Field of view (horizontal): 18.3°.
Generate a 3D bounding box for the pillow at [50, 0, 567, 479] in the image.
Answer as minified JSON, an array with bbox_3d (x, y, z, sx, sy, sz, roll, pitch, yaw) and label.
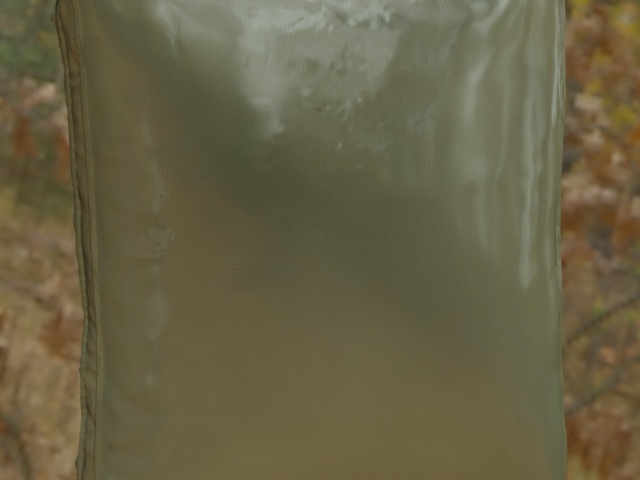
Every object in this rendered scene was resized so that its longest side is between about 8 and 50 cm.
[{"bbox_3d":[0.000,0.000,0.977,0.255,0.322,0.120,-4,6,-12],"label":"pillow"}]
